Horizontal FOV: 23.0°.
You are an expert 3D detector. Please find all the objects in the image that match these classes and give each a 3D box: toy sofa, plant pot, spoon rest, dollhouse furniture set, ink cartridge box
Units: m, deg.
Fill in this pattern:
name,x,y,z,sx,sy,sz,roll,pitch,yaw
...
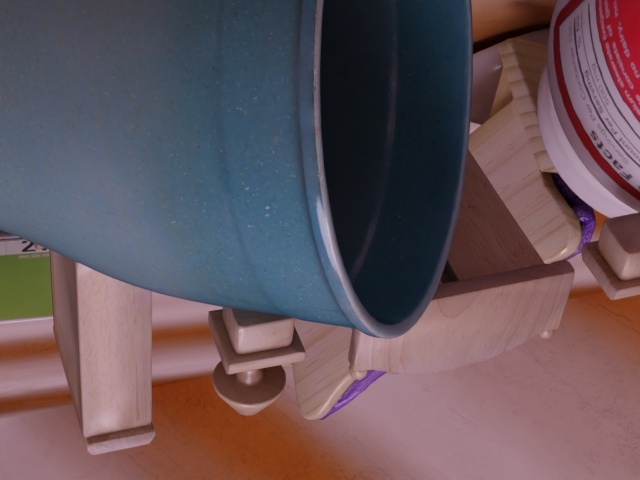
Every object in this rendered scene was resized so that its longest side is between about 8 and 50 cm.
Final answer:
name,x,y,z,sx,sy,sz,roll,pitch,yaw
toy sofa,0.114,0.008,1.284,0.150,0.177,0.362,6,148,-41
plant pot,-0.075,-0.090,0.836,0.255,0.272,0.271,2,173,19
spoon rest,0.109,-0.116,1.339,0.276,0.084,0.137,-28,164,21
dollhouse furniture set,0.000,0.000,1.049,0.355,0.303,0.174,-9,134,-17
ink cartridge box,-0.334,0.038,1.518,0.188,0.097,0.255,-4,-176,-25

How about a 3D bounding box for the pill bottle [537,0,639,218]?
name,x,y,z,sx,sy,sz,roll,pitch,yaw
pill bottle,0.270,-0.132,0.934,0.229,0.229,0.408,-7,170,-11
